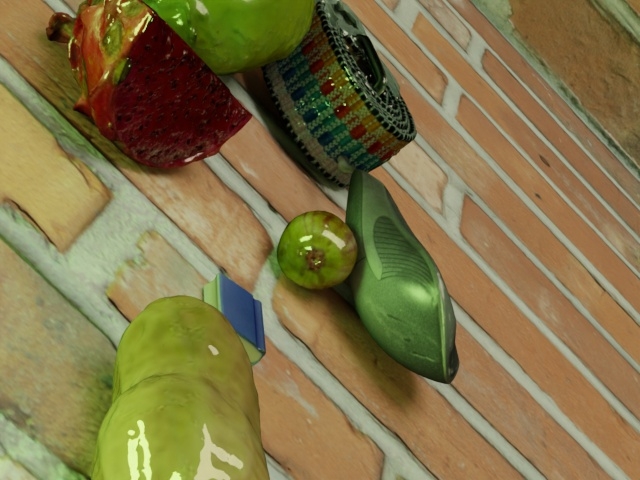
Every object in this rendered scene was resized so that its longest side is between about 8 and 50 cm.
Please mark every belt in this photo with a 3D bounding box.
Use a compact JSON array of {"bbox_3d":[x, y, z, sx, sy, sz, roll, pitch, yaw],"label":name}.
[{"bbox_3d":[0.025,-0.201,2.007,0.207,0.150,0.257,40,23,-44],"label":"belt"}]

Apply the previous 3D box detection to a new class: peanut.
[{"bbox_3d":[-0.108,0.158,1.168,0.147,0.147,0.319,36,27,-29],"label":"peanut"}]

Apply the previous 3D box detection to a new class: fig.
[{"bbox_3d":[-0.009,-0.008,1.711,0.093,0.093,0.166,39,19,-25],"label":"fig"}]

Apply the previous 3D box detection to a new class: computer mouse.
[{"bbox_3d":[0.066,0.024,1.762,0.167,0.090,0.379,80,-11,-45],"label":"computer mouse"}]

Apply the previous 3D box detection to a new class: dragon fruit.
[{"bbox_3d":[-0.211,-0.186,1.586,0.211,0.134,0.262,48,3,31],"label":"dragon fruit"}]

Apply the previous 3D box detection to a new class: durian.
[{"bbox_3d":[-0.124,-0.313,1.868,0.255,0.204,0.340,7,40,-15],"label":"durian"}]

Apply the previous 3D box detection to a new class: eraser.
[{"bbox_3d":[-0.086,0.079,1.491,0.063,0.027,0.085,38,23,-28],"label":"eraser"}]
